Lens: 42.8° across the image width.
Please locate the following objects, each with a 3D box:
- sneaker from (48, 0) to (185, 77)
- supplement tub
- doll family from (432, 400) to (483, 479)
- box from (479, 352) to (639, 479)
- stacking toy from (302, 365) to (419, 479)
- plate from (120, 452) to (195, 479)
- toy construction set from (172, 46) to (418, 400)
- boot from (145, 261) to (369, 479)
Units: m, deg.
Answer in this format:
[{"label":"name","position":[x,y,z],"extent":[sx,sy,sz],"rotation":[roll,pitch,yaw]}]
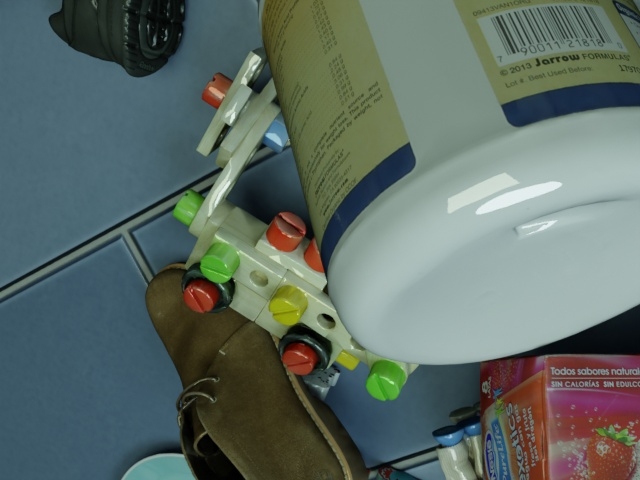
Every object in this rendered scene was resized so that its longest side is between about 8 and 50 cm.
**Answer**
[{"label":"sneaker","position":[-0.185,-0.291,0.700],"extent":[0.130,0.109,0.286],"rotation":[17,108,21]},{"label":"supplement tub","position":[0.086,-0.105,0.525],"extent":[0.228,0.228,0.316],"rotation":[-29,57,24]},{"label":"doll family","position":[0.207,0.204,0.695],"extent":[0.263,0.118,0.163],"rotation":[-17,86,-9]},{"label":"box","position":[0.255,0.142,0.583],"extent":[0.257,0.128,0.122],"rotation":[1,81,-8]},{"label":"stacking toy","position":[0.043,0.229,0.796],"extent":[0.221,0.052,0.167],"rotation":[24,112,9]},{"label":"plate","position":[-0.139,0.313,0.895],"extent":[0.188,0.024,0.188],"rotation":[5,106,18]},{"label":"toy construction set","position":[0.000,0.000,0.687],"extent":[0.328,0.151,0.215],"rotation":[43,132,10]},{"label":"boot","position":[-0.089,0.133,0.739],"extent":[0.305,0.115,0.112],"rotation":[48,123,28]}]
